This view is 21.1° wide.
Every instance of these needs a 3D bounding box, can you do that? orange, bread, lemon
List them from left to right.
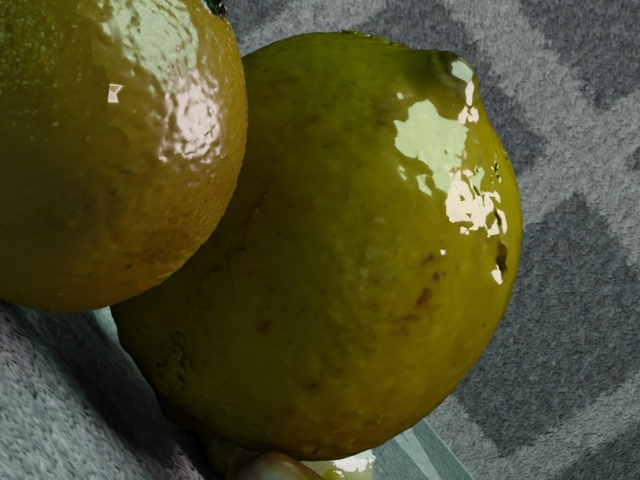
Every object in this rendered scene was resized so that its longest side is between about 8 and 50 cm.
[{"bbox_3d":[-0.147,-0.077,0.940,0.236,0.236,0.236,53,4,-5],"label":"orange"},{"bbox_3d":[-0.039,0.144,1.216,0.157,0.083,0.094,31,19,4],"label":"bread"},{"bbox_3d":[0.000,0.000,1.110,0.258,0.310,0.258,31,22,-13],"label":"lemon"}]

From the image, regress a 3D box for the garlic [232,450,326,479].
[{"bbox_3d":[0.030,0.225,1.037,0.228,0.110,0.217,32,-11,31],"label":"garlic"}]
